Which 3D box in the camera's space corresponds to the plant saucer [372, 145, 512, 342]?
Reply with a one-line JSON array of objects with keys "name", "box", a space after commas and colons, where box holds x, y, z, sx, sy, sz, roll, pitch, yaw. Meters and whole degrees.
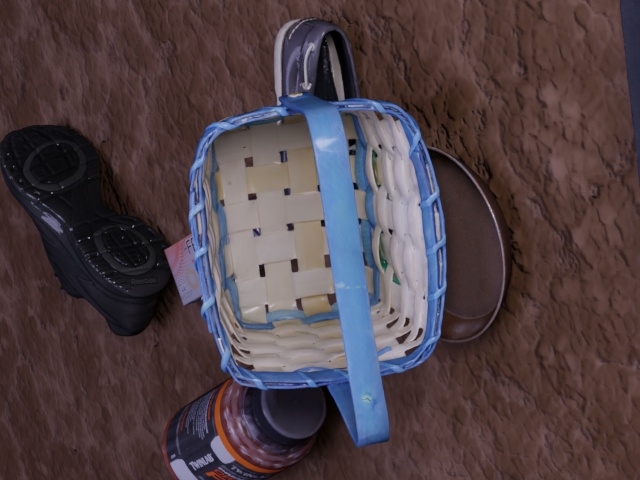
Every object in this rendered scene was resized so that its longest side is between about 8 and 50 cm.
[{"name": "plant saucer", "box": [0.105, 0.000, 1.513, 0.168, 0.029, 0.168, 29, 127, 46]}]

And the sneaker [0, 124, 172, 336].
[{"name": "sneaker", "box": [-0.267, -0.009, 1.975, 0.286, 0.109, 0.130, 53, 147, 31]}]

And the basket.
[{"name": "basket", "box": [0.000, 0.000, 1.429, 0.289, 0.201, 0.255, -111, 14, -74]}]

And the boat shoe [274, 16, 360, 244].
[{"name": "boat shoe", "box": [0.004, -0.090, 1.578, 0.065, 0.075, 0.206, 5, 103, 57]}]

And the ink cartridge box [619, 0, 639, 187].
[{"name": "ink cartridge box", "box": [0.291, -0.023, 1.211, 0.165, 0.065, 0.333, 5, 109, 53]}]

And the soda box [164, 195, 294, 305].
[{"name": "soda box", "box": [-0.080, 0.007, 1.752, 0.183, 0.058, 0.063, -29, 79, 56]}]

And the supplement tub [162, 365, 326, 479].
[{"name": "supplement tub", "box": [-0.071, 0.183, 1.771, 0.198, 0.106, 0.106, -36, 74, 55]}]
